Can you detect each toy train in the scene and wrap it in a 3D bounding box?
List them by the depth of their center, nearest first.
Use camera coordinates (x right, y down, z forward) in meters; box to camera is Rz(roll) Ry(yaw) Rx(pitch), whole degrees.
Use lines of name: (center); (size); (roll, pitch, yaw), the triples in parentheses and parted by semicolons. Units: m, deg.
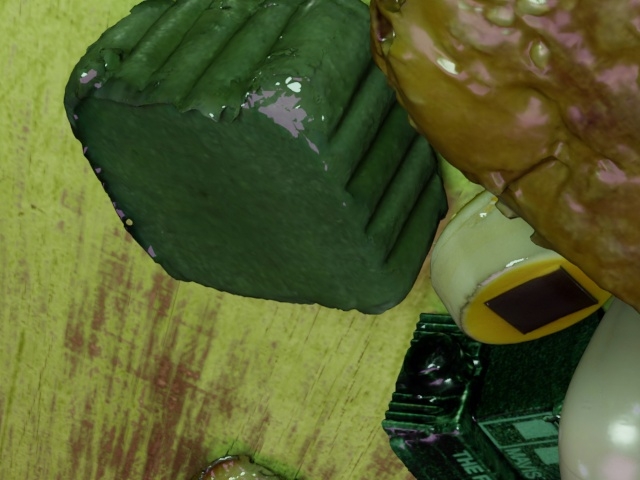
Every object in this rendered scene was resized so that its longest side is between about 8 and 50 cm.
toy train: (0.193, 0.184, 1.044); (0.178, 0.138, 0.330); (-17, 126, 36)

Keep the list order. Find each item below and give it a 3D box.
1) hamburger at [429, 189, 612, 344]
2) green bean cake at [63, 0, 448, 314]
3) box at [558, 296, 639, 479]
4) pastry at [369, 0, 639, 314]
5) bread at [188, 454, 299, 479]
hamburger: (0.140, 0.007, 0.890); (0.126, 0.081, 0.141); (17, 137, -40)
green bean cake: (-0.047, -0.061, 0.907); (0.227, 0.125, 0.222); (1, 138, 32)
box: (0.219, 0.102, 0.874); (0.088, 0.200, 0.146); (12, 133, 27)
pastry: (0.178, -0.096, 0.701); (0.311, 0.162, 0.255); (43, 138, -17)
bread: (-0.101, 0.312, 1.339); (0.140, 0.160, 0.169); (30, 143, -4)
